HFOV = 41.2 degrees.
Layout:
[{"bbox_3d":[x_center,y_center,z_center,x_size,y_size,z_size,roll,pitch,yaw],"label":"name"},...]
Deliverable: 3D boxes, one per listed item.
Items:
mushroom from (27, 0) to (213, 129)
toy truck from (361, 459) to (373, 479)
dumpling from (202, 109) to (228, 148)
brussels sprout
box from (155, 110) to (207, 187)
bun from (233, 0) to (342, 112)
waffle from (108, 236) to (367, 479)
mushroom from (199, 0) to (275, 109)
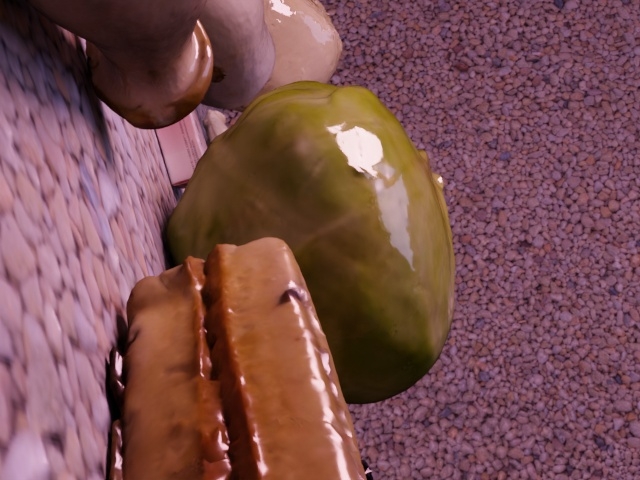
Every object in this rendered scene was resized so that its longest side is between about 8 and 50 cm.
[{"bbox_3d":[-0.116,-0.162,0.476,0.350,0.128,0.128,104,-31,-78],"label":"mushroom"},{"bbox_3d":[-0.024,0.219,0.900,0.124,0.114,0.253,103,-27,-58],"label":"toy truck"},{"bbox_3d":[-0.116,-0.094,1.253,0.179,0.131,0.252,56,-2,25],"label":"dumpling"},{"bbox_3d":[0.000,0.000,0.809,0.328,0.247,0.328,-17,90,-79],"label":"brussels sprout"},{"bbox_3d":[-0.158,-0.123,0.954,0.089,0.043,0.125,178,-105,-88],"label":"box"},{"bbox_3d":[-0.130,-0.348,1.373,0.362,0.234,0.326,46,17,14],"label":"bun"},{"bbox_3d":[-0.011,0.203,0.413,0.376,0.114,0.261,-109,-174,-56],"label":"waffle"},{"bbox_3d":[-0.145,-0.259,0.948,0.397,0.177,0.126,100,9,-81],"label":"mushroom"}]
